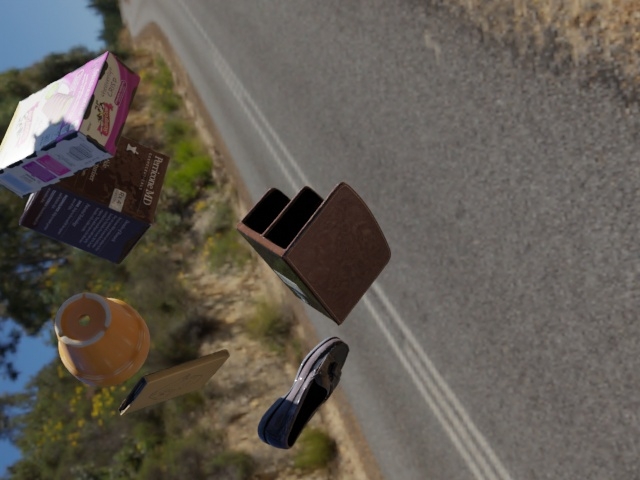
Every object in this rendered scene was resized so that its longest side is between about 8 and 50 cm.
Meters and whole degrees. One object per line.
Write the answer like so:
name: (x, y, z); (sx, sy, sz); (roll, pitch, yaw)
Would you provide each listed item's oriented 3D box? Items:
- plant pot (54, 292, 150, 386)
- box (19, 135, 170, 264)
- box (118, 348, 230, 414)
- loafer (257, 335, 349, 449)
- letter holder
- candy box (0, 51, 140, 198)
plant pot: (-0.510, 0.210, 1.937); (0.188, 0.205, 0.205); (83, 174, -65)
box: (-0.414, -0.093, 1.567); (0.167, 0.203, 0.169); (-42, 32, 46)
box: (-0.303, 0.294, 1.763); (0.021, 0.201, 0.164); (59, 138, 18)
loafer: (-0.018, 0.357, 1.966); (0.095, 0.302, 0.109); (16, 149, 48)
letter holder: (0.000, 0.000, 1.804); (0.152, 0.214, 0.302); (31, 166, 38)
candy box: (-0.394, -0.174, 1.303); (0.071, 0.233, 0.159); (39, -133, -38)
